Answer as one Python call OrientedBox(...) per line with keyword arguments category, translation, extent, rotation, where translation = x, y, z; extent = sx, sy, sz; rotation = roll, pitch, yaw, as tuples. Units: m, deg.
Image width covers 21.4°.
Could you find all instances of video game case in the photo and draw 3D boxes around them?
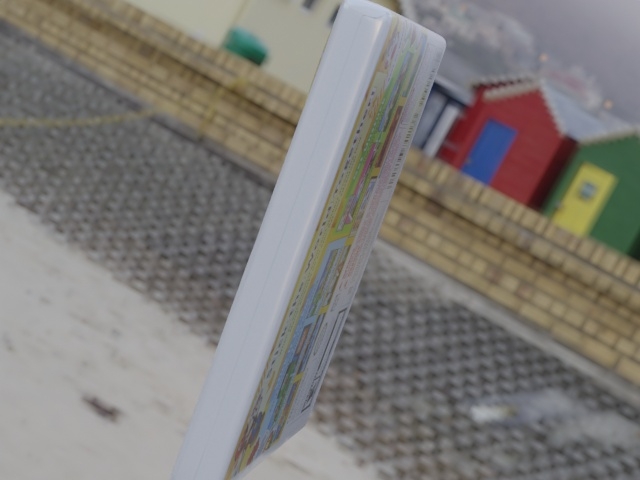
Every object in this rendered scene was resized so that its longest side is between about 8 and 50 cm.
OrientedBox(category="video game case", translation=(0.000, 0.000, 0.814), extent=(0.026, 0.227, 0.206), rotation=(22, 7, 9))
